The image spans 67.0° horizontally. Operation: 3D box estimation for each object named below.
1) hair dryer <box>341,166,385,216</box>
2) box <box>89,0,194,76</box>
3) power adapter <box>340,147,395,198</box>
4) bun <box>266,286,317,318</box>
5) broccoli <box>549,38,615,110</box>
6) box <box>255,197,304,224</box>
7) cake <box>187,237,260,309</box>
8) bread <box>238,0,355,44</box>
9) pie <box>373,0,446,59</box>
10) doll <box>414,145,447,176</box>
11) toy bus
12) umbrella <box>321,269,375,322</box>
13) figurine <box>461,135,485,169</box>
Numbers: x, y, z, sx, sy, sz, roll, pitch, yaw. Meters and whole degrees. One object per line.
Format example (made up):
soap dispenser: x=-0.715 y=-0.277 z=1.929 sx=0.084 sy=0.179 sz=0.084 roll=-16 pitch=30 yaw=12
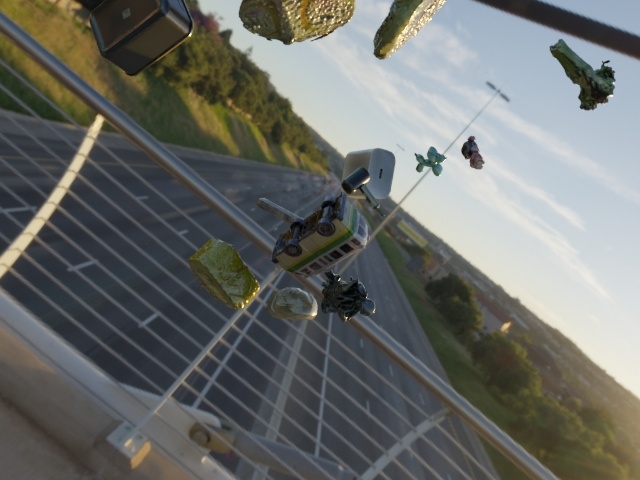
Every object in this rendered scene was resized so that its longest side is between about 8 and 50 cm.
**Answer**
hair dryer: x=0.166 y=-0.156 z=1.708 sx=0.198 sy=0.100 sz=0.057 roll=51 pitch=-26 yaw=-7
box: x=-0.392 y=-0.472 z=1.045 sx=0.145 sy=0.200 sz=0.090 roll=67 pitch=17 yaw=15
power adapter: x=0.170 y=-0.261 z=1.923 sx=0.124 sy=0.187 sz=0.255 roll=11 pitch=-1 yaw=-28
bun: x=-0.100 y=0.222 z=1.719 sx=0.173 sy=0.114 sz=0.166 roll=17 pitch=-19 yaw=-39
broccoli: x=0.976 y=-0.636 z=1.826 sx=0.304 sy=0.165 sz=0.145 roll=40 pitch=-28 yaw=-14
box: x=-0.162 y=-0.113 z=1.948 sx=0.207 sy=0.041 sz=0.050 roll=29 pitch=20 yaw=19
cake: x=-0.345 y=0.124 z=1.731 sx=0.179 sy=0.156 sz=0.261 roll=11 pitch=-43 yaw=51
bread: x=-0.065 y=-0.554 z=1.094 sx=0.158 sy=0.260 sz=0.156 roll=68 pitch=4 yaw=-68
pie: x=0.188 y=-0.453 z=0.886 sx=0.078 sy=0.277 sz=0.277 roll=45 pitch=7 yaw=-3
doll: x=0.503 y=-0.361 z=2.197 sx=0.159 sy=0.059 sz=0.159 roll=15 pitch=-26 yaw=32
toy bus: x=0.000 y=0.000 z=1.584 sx=0.179 sy=0.305 sz=0.143 roll=43 pitch=33 yaw=-25
umbrella: x=0.076 y=0.182 z=1.530 sx=0.349 sy=0.094 sz=0.143 roll=-165 pitch=-115 yaw=-73
figurine: x=0.504 y=-0.289 z=1.602 sx=0.129 sy=0.054 sz=0.072 roll=-92 pitch=-178 yaw=-48
